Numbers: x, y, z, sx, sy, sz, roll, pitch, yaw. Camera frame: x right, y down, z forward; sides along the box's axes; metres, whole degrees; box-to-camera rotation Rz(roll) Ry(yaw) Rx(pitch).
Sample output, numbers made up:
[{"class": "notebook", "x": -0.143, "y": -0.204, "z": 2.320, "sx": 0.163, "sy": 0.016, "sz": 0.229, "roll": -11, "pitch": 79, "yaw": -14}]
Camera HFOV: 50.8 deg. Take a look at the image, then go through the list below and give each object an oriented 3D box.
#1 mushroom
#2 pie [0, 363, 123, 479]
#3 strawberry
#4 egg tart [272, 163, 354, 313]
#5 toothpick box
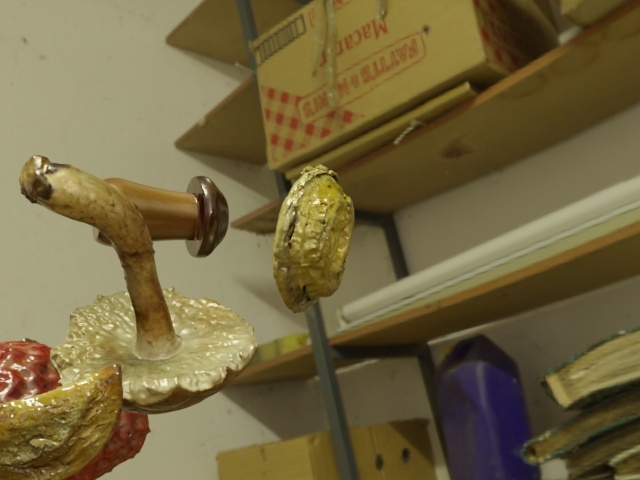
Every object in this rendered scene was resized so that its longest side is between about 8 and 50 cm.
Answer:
[{"class": "mushroom", "x": -0.189, "y": 0.073, "z": 0.739, "sx": 0.232, "sy": 0.208, "sz": 0.302, "roll": -5, "pitch": -33, "yaw": -7}, {"class": "pie", "x": -0.253, "y": 0.172, "z": 0.595, "sx": 0.169, "sy": 0.092, "sz": 0.034, "roll": -12, "pitch": 5, "yaw": -13}, {"class": "strawberry", "x": -0.388, "y": 0.280, "z": 0.963, "sx": 0.280, "sy": 0.254, "sz": 0.150, "roll": 37, "pitch": -37, "yaw": -19}, {"class": "egg tart", "x": 0.000, "y": 0.000, "z": 1.234, "sx": 0.094, "sy": 0.279, "sz": 0.279, "roll": 11, "pitch": -12, "yaw": 21}, {"class": "toothpick box", "x": -0.356, "y": -0.059, "z": 1.526, "sx": 0.294, "sy": 0.192, "sz": 0.192, "roll": 3, "pitch": -25, "yaw": -26}]
